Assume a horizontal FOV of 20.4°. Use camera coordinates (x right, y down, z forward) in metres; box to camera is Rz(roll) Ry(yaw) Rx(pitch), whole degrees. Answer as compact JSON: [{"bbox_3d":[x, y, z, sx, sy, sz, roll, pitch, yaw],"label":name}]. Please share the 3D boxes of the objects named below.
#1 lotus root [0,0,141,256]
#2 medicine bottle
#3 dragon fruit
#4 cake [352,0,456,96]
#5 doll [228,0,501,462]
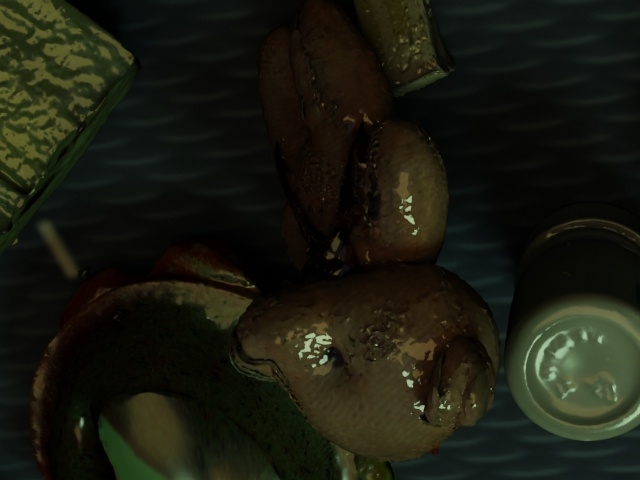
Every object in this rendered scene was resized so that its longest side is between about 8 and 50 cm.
[{"bbox_3d":[-0.298,-0.091,1.174,0.260,0.149,0.267,37,92,-3],"label":"lotus root"},{"bbox_3d":[0.174,0.050,1.153,0.105,0.168,0.105,3,112,8],"label":"medicine bottle"},{"bbox_3d":[-0.084,0.145,1.268,0.268,0.130,0.295,-10,110,8],"label":"dragon fruit"},{"bbox_3d":[0.047,-0.156,1.169,0.052,0.065,0.121,-18,85,17],"label":"cake"},{"bbox_3d":[0.000,0.000,1.126,0.156,0.201,0.303,-17,78,-22],"label":"doll"}]
